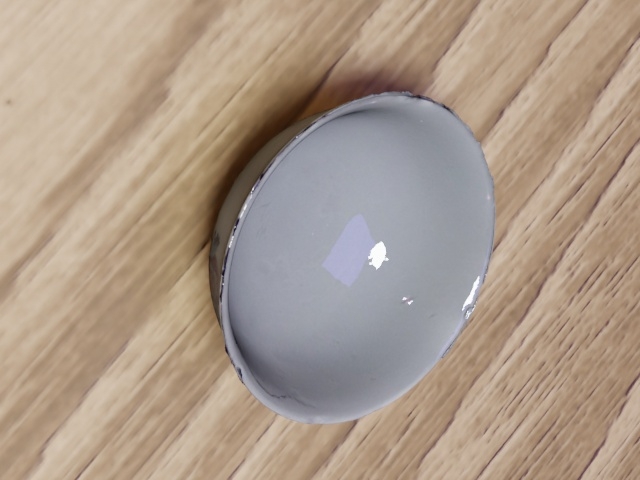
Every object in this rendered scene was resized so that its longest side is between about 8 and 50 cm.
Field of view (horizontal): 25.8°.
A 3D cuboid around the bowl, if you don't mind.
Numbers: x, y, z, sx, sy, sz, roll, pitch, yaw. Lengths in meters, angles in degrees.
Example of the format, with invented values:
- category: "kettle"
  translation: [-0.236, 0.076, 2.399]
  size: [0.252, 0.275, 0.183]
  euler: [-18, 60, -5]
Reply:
- category: "bowl"
  translation: [0.000, 0.000, 0.774]
  size: [0.189, 0.086, 0.189]
  euler: [-17, 118, -35]
